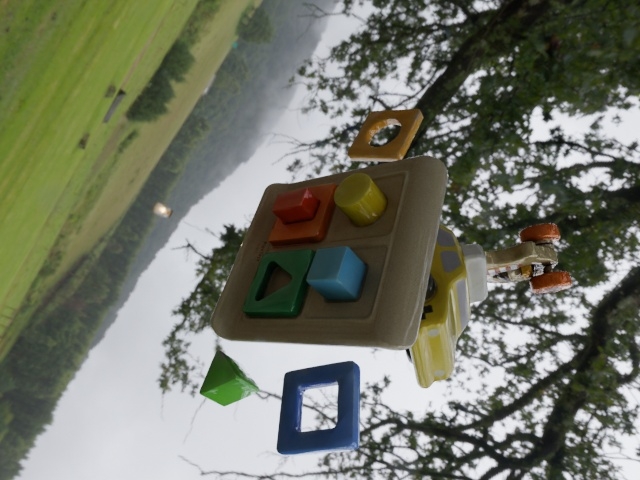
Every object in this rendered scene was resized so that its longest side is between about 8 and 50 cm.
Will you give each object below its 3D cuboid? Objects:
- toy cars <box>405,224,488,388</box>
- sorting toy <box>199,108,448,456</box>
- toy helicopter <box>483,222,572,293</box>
[{"bbox_3d":[0.131,0.041,0.575,0.393,0.087,0.176,10,71,-81],"label":"toy cars"},{"bbox_3d":[0.000,0.000,0.434,0.196,0.047,0.348,-4,-126,34],"label":"sorting toy"},{"bbox_3d":[0.352,0.052,1.082,0.235,0.355,0.140,-31,-121,52],"label":"toy helicopter"}]
